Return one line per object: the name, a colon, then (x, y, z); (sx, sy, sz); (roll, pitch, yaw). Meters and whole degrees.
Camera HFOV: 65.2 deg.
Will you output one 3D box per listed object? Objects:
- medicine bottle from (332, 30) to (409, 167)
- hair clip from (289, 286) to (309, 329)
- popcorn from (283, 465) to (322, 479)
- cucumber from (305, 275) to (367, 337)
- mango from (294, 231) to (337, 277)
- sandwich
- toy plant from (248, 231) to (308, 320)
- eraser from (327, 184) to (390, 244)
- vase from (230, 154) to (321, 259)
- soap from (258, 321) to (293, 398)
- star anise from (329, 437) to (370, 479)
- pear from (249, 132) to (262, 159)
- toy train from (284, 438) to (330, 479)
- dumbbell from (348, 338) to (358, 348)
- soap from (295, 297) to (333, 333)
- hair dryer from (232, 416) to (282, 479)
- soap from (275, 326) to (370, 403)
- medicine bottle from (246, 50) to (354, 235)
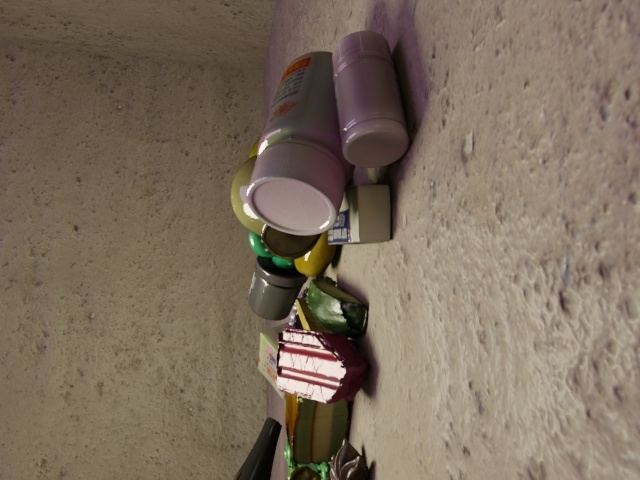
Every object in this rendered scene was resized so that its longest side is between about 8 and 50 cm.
medicine bottle: (0.095, -0.281, 0.996); (0.133, 0.133, 0.250); (115, 152, -62)
hair clip: (-0.087, 0.310, 1.940); (0.106, 0.084, 0.292); (-55, -24, -68)
popcorn: (-0.038, 0.729, 1.334); (0.237, 0.205, 0.252); (-131, 34, -52)
cucumber: (0.034, 0.186, 1.334); (0.325, 0.105, 0.145); (-165, 77, -75)
mango: (0.000, 0.000, 1.484); (0.156, 0.114, 0.251); (-74, 11, -54)
sandwich: (-0.016, 0.465, 1.400); (0.198, 0.155, 0.227); (-119, 32, -66)
toy plant: (-0.127, 0.062, 1.643); (0.185, 0.279, 0.400); (-123, 47, -55)
eraser: (0.081, -0.053, 1.163); (0.279, 0.081, 0.124); (172, 99, -78)
vase: (-0.067, -0.130, 1.366); (0.302, 0.329, 0.241); (38, 159, 53)
soap: (-0.125, 0.434, 1.822); (0.199, 0.138, 0.182); (37, 129, 43)
star anise: (0.071, 0.573, 1.186); (0.212, 0.073, 0.197); (122, 143, -62)
pear: (-0.096, -0.255, 1.630); (0.321, 0.269, 0.269); (-58, 28, 32)
toy train: (-0.044, 0.752, 1.593); (0.243, 0.132, 0.188); (-113, 22, -68)
dumbbell: (0.064, 0.310, 1.285); (0.046, 0.052, 0.118); (-33, -44, -53)
soap: (-0.013, 0.240, 1.555); (0.252, 0.092, 0.037); (-127, 42, -70)
hair dryer: (-0.101, 0.611, 1.246); (0.359, 0.120, 0.304); (-16, 41, 51)
soap: (-0.001, 0.305, 1.220); (0.250, 0.099, 0.162); (-2, 77, 48)
medicine bottle: (-0.021, -0.220, 1.117); (0.219, 0.219, 0.388); (110, 173, -57)
